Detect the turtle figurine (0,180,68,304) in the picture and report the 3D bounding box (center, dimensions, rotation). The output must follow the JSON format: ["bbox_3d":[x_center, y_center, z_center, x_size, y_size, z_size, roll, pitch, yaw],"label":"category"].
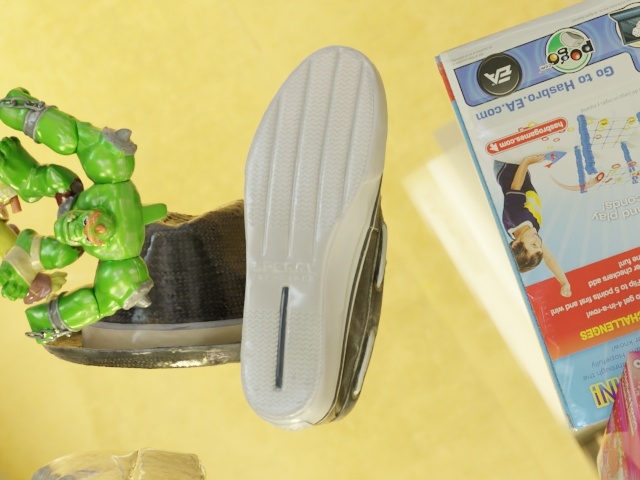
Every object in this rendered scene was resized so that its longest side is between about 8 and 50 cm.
[{"bbox_3d":[-0.373,-0.029,1.876,0.269,0.087,0.217,19,145,56],"label":"turtle figurine"}]

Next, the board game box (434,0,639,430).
[{"bbox_3d":[0.281,-0.046,1.257,0.086,0.308,0.302,47,-156,-81],"label":"board game box"}]

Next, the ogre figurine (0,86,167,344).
[{"bbox_3d":[-0.189,-0.019,1.289,0.097,0.118,0.197,17,-106,-63],"label":"ogre figurine"}]

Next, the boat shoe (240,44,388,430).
[{"bbox_3d":[0.000,0.000,1.464,0.119,0.121,0.335,18,-98,-65],"label":"boat shoe"}]

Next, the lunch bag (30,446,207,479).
[{"bbox_3d":[-0.294,0.399,2.274,0.305,0.256,0.213,-109,29,-83],"label":"lunch bag"}]

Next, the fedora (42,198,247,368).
[{"bbox_3d":[-0.140,0.037,1.711,0.334,0.334,0.153,-24,-69,-79],"label":"fedora"}]

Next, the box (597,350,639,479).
[{"bbox_3d":[0.271,0.207,1.105,0.128,0.122,0.257,94,175,-45],"label":"box"}]
